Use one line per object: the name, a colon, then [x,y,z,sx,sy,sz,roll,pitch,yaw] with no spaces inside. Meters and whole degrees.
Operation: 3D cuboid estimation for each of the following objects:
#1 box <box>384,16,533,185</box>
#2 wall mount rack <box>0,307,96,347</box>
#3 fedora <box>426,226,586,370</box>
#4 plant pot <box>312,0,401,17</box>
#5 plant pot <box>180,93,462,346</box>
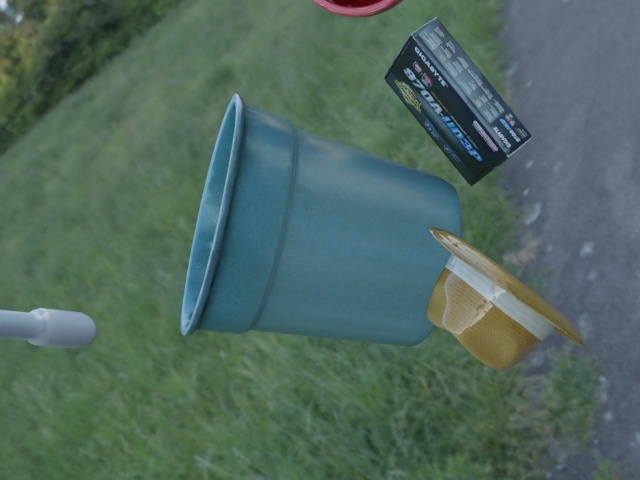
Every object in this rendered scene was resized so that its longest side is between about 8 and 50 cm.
box: [0.196,-0.196,1.271,0.051,0.220,0.175,-38,-2,-13]
wall mount rack: [-0.118,0.091,0.249,0.304,0.130,0.350,111,143,-66]
fedora: [0.155,0.066,0.809,0.079,0.194,0.194,-53,17,3]
plant pot: [0.061,-0.415,1.225,0.191,0.191,0.174,-52,1,19]
plant pot: [0.000,0.000,1.240,0.341,0.334,0.341,-167,90,-78]
